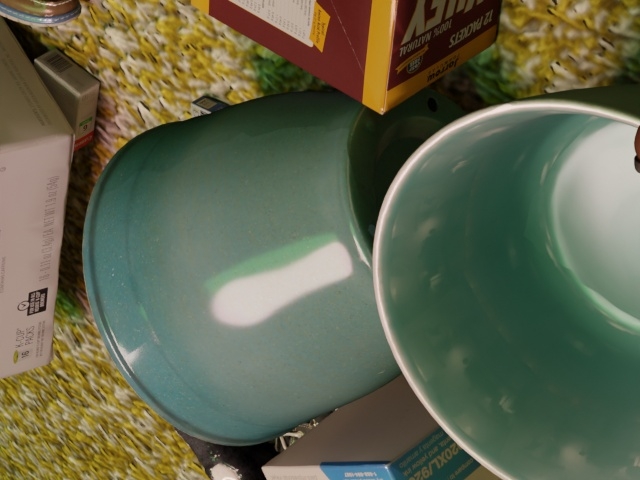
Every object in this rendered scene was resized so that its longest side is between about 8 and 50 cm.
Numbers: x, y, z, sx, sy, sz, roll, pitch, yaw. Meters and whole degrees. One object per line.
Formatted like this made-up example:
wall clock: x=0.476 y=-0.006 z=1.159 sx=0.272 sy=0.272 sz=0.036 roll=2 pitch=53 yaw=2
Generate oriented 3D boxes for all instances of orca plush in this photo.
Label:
orca plush: x=-0.044 y=0.207 z=1.859 sx=0.287 sy=0.102 sz=0.151 roll=51 pitch=-171 yaw=23

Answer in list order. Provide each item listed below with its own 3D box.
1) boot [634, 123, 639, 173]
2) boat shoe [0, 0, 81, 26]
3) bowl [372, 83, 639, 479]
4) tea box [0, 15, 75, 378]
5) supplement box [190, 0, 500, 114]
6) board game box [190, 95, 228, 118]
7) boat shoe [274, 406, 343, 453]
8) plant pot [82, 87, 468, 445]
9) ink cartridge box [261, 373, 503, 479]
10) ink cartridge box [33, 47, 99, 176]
boot: x=0.263 y=-0.188 z=1.070 sx=0.264 sy=0.096 sz=0.280 roll=-20 pitch=109 yaw=7
boat shoe: x=-0.288 y=-0.257 z=1.764 sx=0.183 sy=0.066 sz=0.066 roll=34 pitch=137 yaw=27
bowl: x=0.209 y=0.019 z=1.311 sx=0.311 sy=0.163 sz=0.312 roll=16 pitch=123 yaw=26
tea box: x=-0.431 y=-0.017 z=1.855 sx=0.220 sy=0.323 sz=0.329 roll=55 pitch=149 yaw=35
supplement box: x=0.022 y=-0.231 z=1.385 sx=0.194 sy=0.129 sz=0.191 roll=32 pitch=137 yaw=28
board game box: x=-0.073 y=-0.072 z=1.704 sx=0.090 sy=0.020 sz=0.090 roll=27 pitch=134 yaw=33
boat shoe: x=-0.004 y=0.177 z=1.736 sx=0.084 sy=0.079 sz=0.233 roll=-126 pitch=12 yaw=-65
plant pot: x=0.000 y=0.000 z=1.493 sx=0.255 sy=0.271 sz=0.272 roll=-22 pitch=100 yaw=44
ink cartridge box: x=0.100 y=0.247 z=1.628 sx=0.171 sy=0.168 sz=0.233 roll=-9 pitch=110 yaw=50
ink cartridge box: x=-0.246 y=-0.120 z=1.852 sx=0.063 sy=0.029 sz=0.115 roll=38 pitch=141 yaw=22
